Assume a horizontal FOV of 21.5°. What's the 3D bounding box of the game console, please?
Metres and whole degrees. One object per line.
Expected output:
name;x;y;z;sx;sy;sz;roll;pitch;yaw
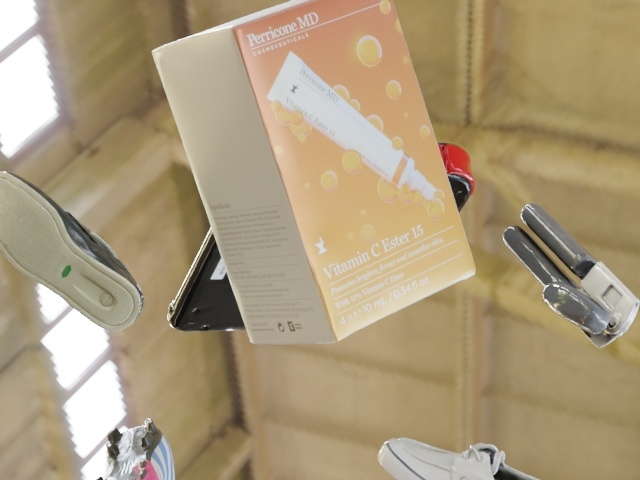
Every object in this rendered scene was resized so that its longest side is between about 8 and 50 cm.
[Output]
game console;0.000;0.000;2.252;0.386;0.342;0.060;120;-37;-49

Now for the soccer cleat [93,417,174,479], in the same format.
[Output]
soccer cleat;-0.248;0.363;2.273;0.116;0.331;0.143;-16;-74;10

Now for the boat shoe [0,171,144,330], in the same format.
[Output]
boat shoe;-0.296;0.011;1.924;0.233;0.079;0.084;43;-77;-2

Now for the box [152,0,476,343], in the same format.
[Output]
box;-0.004;-0.085;1.825;0.168;0.215;0.345;-5;-74;55

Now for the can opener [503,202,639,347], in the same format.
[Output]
can opener;0.292;0.032;2.056;0.095;0.076;0.283;30;13;-33

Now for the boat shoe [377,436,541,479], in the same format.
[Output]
boat shoe;0.199;0.289;2.057;0.258;0.095;0.084;24;-73;8
